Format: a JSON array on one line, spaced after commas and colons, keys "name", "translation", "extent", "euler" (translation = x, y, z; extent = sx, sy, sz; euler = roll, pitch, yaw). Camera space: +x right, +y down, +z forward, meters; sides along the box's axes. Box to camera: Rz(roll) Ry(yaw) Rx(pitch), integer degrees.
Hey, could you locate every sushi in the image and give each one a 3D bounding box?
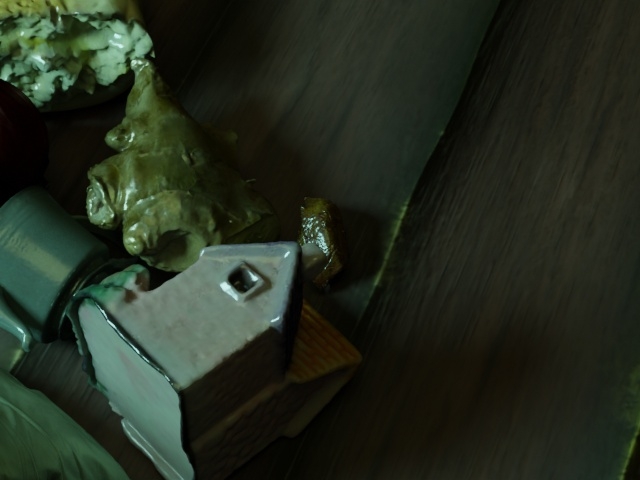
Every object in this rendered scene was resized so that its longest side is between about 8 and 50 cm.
[{"name": "sushi", "translation": [-0.002, -0.001, 1.507], "extent": [0.060, 0.061, 0.118], "euler": [-20, 51, 27]}]

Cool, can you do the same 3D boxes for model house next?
[{"name": "model house", "translation": [-0.105, 0.093, 1.350], "extent": [0.237, 0.237, 0.202], "euler": [-33, 56, -24]}]

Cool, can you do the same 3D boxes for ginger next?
[{"name": "ginger", "translation": [-0.177, -0.081, 1.502], "extent": [0.219, 0.123, 0.270], "euler": [-17, 62, -32]}]

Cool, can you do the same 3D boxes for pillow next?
[{"name": "pillow", "translation": [-0.369, 0.192, 1.270], "extent": [0.283, 0.310, 0.138], "euler": [32, 99, 25]}]

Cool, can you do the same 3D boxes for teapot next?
[{"name": "teapot", "translation": [-0.289, 0.039, 1.439], "extent": [0.149, 0.162, 0.239], "euler": [30, 32, 9]}]

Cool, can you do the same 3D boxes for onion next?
[{"name": "onion", "translation": [-0.448, -0.098, 1.442], "extent": [0.273, 0.285, 0.273], "euler": [-30, 24, 15]}]

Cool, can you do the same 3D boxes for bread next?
[{"name": "bread", "translation": [-0.370, -0.278, 1.606], "extent": [0.316, 0.211, 0.270], "euler": [-5, 52, -17]}]
